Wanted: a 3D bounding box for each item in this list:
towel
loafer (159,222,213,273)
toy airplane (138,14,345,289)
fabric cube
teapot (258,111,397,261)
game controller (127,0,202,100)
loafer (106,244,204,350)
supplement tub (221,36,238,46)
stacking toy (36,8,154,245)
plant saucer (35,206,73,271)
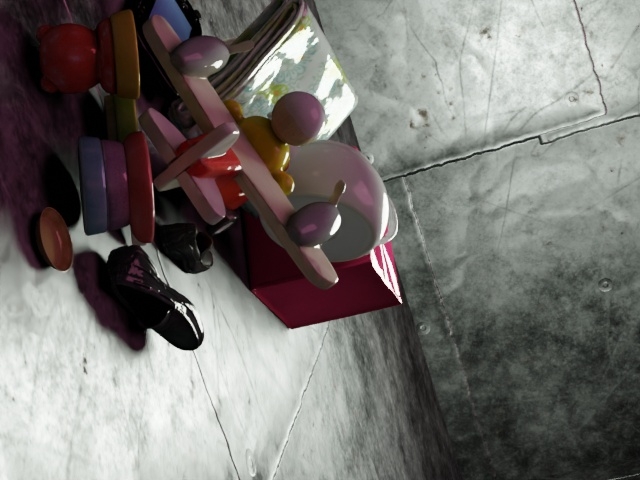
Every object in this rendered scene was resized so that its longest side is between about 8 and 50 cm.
[{"bbox_3d":[-0.091,-0.240,2.167,0.090,0.320,0.374,40,-7,30],"label":"towel"},{"bbox_3d":[-0.203,0.013,1.919,0.170,0.061,0.062,41,35,-70],"label":"loafer"},{"bbox_3d":[-0.117,-0.145,1.815,0.386,0.272,0.384,56,1,-39],"label":"toy airplane"},{"bbox_3d":[0.000,0.000,2.396,0.259,0.254,0.258,53,27,-61],"label":"fabric cube"},{"bbox_3d":[0.017,-0.091,2.137,0.256,0.253,0.187,90,11,-55],"label":"teapot"},{"bbox_3d":[-0.272,-0.370,2.048,0.319,0.067,0.166,-87,158,-56],"label":"game controller"},{"bbox_3d":[-0.235,0.097,1.667,0.223,0.076,0.078,57,27,-44],"label":"loafer"},{"bbox_3d":[-0.171,-0.290,2.285,0.117,0.117,0.190,-31,105,-77],"label":"supplement tub"},{"bbox_3d":[-0.312,-0.134,1.625,0.279,0.130,0.308,123,-40,-71],"label":"stacking toy"},{"bbox_3d":[-0.334,0.000,1.463,0.083,0.015,0.083,-14,90,-77],"label":"plant saucer"}]
